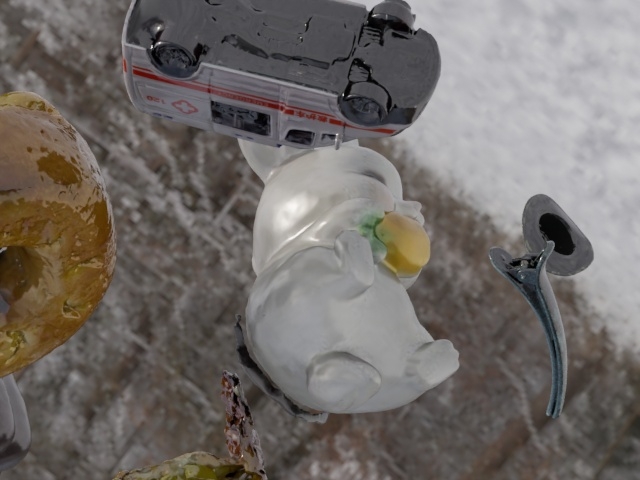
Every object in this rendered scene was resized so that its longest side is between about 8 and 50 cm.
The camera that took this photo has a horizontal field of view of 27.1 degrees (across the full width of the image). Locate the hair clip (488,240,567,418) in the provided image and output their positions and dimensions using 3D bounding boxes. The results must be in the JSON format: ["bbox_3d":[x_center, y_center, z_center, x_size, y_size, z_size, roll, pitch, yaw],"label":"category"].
[{"bbox_3d":[0.244,0.104,1.446,0.039,0.070,0.229,-61,-42,-55],"label":"hair clip"}]

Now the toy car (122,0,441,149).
[{"bbox_3d":[-0.027,-0.113,0.889,0.210,0.089,0.108,14,147,4],"label":"toy car"}]

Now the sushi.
[{"bbox_3d":[-0.124,0.269,1.085,0.167,0.296,0.179,43,165,10],"label":"sushi"}]

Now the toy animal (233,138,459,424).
[{"bbox_3d":[0.005,0.005,1.082,0.208,0.154,0.325,30,-151,-52],"label":"toy animal"}]

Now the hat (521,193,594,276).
[{"bbox_3d":[0.287,0.003,1.673,0.121,0.050,0.121,18,-130,-23],"label":"hat"}]

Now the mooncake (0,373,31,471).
[{"bbox_3d":[-0.480,0.233,1.512,0.154,0.306,0.306,61,-169,18],"label":"mooncake"}]

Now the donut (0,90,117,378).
[{"bbox_3d":[-0.249,0.004,0.922,0.226,0.226,0.114,33,-164,-54],"label":"donut"}]
